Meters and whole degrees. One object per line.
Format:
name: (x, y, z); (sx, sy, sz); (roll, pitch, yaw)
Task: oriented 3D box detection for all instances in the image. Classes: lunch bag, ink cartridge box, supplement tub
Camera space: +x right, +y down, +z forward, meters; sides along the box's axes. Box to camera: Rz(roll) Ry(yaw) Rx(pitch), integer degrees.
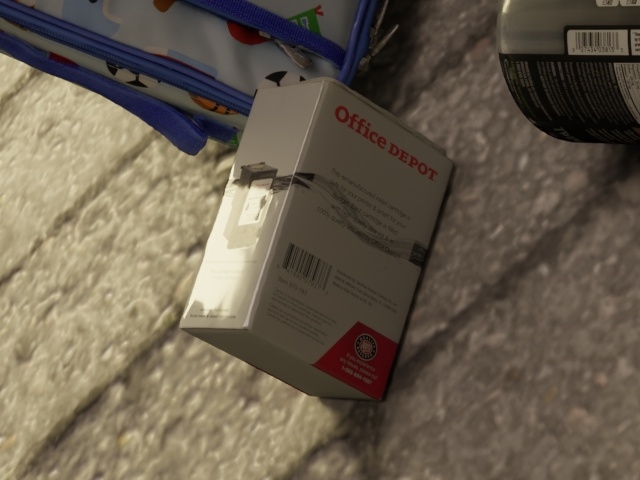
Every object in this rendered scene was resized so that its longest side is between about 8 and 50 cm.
lunch bag: (-0.094, -0.190, 1.178); (0.115, 0.303, 0.243); (140, 151, -70)
ink cartridge box: (0.000, 0.000, 1.088); (0.063, 0.109, 0.150); (-2, 64, 48)
supplement tub: (0.190, -0.103, 0.951); (0.190, 0.117, 0.117); (6, 70, 47)
